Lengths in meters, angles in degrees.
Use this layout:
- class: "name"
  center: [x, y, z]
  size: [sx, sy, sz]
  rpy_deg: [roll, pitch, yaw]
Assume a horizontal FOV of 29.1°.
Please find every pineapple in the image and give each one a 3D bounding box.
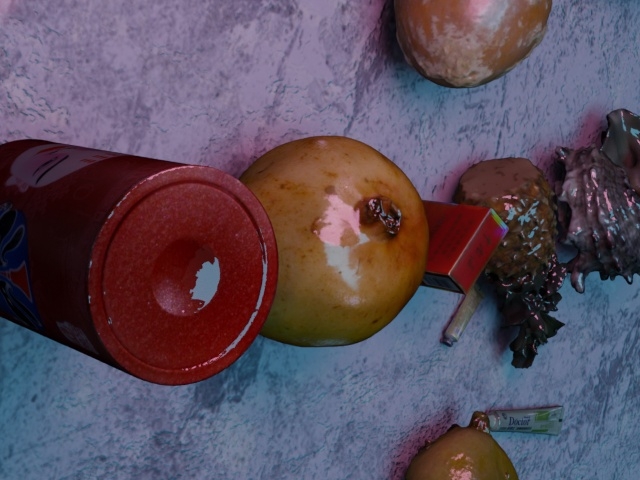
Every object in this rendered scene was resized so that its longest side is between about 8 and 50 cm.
- class: "pineapple"
  center: [0.276, 0.043, 1.745]
  size: [0.170, 0.141, 0.310]
  rpy_deg: [-60, 141, -50]

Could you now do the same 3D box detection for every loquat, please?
- class: "loquat"
  center: [0.201, 0.338, 1.725]
  size: [0.172, 0.149, 0.205]
  rpy_deg: [22, 73, -34]

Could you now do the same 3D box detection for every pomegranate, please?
- class: "pomegranate"
  center: [0.000, 0.000, 1.442]
  size: [0.264, 0.264, 0.264]
  rpy_deg: [-7, 102, -37]

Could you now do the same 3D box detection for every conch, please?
- class: "conch"
  center: [0.434, -0.071, 1.837]
  size: [0.241, 0.186, 0.313]
  rpy_deg: [47, 66, -20]

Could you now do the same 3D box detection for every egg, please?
- class: "egg"
  center: [0.193, -0.304, 1.573]
  size: [0.203, 0.203, 0.245]
  rpy_deg: [43, 61, -35]

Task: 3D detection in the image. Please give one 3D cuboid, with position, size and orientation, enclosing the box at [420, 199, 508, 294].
- class: "box"
  center: [0.148, 0.006, 1.608]
  size: [0.048, 0.175, 0.112]
  rpy_deg: [46, 70, -32]

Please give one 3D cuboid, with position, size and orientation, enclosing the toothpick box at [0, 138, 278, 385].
- class: "toothpick box"
  center: [-0.217, 0.010, 1.219]
  size: [0.204, 0.333, 0.204]
  rpy_deg: [-7, 101, -38]

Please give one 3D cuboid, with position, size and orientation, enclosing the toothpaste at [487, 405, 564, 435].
- class: "toothpaste"
  center: [0.309, 0.274, 1.876]
  size: [0.197, 0.029, 0.048]
  rpy_deg: [7, 93, -42]

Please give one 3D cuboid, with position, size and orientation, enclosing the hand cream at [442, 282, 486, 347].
- class: "hand cream"
  center: [0.206, 0.109, 1.773]
  size: [0.035, 0.022, 0.102]
  rpy_deg: [48, 63, -33]
